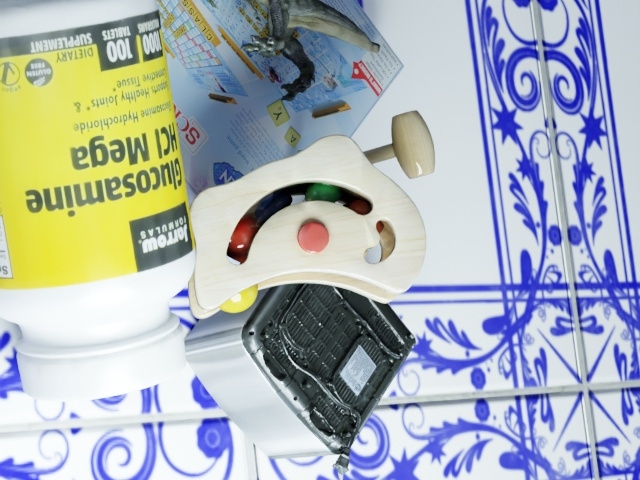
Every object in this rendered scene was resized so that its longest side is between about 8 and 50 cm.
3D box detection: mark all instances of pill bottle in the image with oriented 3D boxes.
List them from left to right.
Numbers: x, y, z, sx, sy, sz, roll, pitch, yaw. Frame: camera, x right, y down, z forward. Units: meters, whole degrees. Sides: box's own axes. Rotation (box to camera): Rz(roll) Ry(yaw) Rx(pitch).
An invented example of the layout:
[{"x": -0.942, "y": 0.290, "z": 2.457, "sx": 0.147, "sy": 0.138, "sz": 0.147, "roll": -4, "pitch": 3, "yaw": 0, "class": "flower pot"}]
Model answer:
[{"x": -0.206, "y": -0.044, "z": 1.652, "sx": 0.188, "sy": 0.188, "sz": 0.334, "roll": -19, "pitch": 105, "yaw": -44, "class": "pill bottle"}]

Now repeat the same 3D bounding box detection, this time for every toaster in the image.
[{"x": -0.019, "y": 0.106, "z": 1.860, "sx": 0.168, "sy": 0.110, "sz": 0.186, "roll": 51, "pitch": 51, "yaw": -21, "class": "toaster"}]

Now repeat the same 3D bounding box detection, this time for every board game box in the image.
[{"x": -0.097, "y": -0.185, "z": 1.887, "sx": 0.319, "sy": 0.066, "sz": 0.318, "roll": 52, "pitch": 51, "yaw": -20, "class": "board game box"}]

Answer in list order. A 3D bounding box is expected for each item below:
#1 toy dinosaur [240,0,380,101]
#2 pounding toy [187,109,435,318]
[{"x": -0.032, "y": -0.207, "z": 1.867, "sx": 0.268, "sy": 0.064, "sz": 0.118, "roll": 32, "pitch": 53, "yaw": -37, "class": "toy dinosaur"}, {"x": 0.000, "y": 0.000, "z": 1.790, "sx": 0.269, "sy": 0.155, "sz": 0.154, "roll": -24, "pitch": 85, "yaw": -12, "class": "pounding toy"}]
